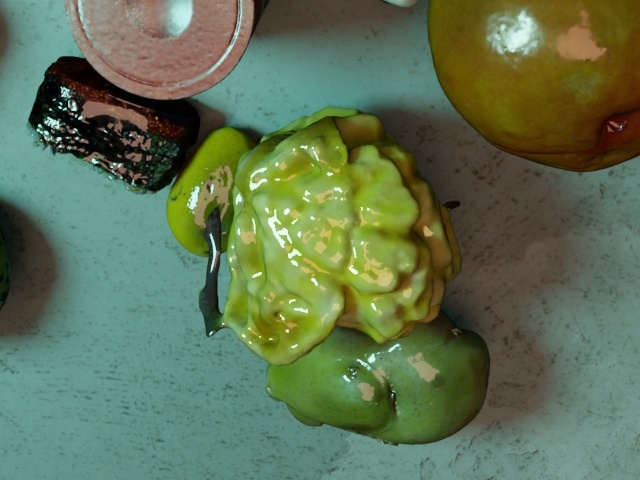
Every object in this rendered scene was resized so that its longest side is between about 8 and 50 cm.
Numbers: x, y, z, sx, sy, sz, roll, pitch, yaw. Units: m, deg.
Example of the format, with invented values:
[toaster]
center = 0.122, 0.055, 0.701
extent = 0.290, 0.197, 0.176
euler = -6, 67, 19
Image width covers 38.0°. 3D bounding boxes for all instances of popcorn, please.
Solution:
[popcorn]
center = 0.000, 0.000, 1.230
extent = 0.382, 0.349, 0.349
euler = -30, 110, 1

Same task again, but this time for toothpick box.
[toothpick box]
center = -0.164, -0.307, 1.117
extent = 0.204, 0.333, 0.204
euler = 0, 113, 0

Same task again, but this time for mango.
[mango]
center = -0.149, -0.069, 1.344
extent = 0.137, 0.098, 0.195
euler = 11, 110, -8

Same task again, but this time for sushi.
[sushi]
center = -0.285, -0.159, 1.292
extent = 0.225, 0.136, 0.126
euler = 21, 115, -15

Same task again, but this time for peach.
[peach]
center = 0.296, -0.241, 1.122
extent = 0.343, 0.301, 0.343
euler = -7, 154, -3

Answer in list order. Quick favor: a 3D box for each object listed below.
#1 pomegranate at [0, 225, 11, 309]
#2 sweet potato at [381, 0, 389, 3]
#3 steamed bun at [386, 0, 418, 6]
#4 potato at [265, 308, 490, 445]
[pomegranate]
center = -0.567, 0.057, 1.339
extent = 0.254, 0.254, 0.270
euler = 8, 142, -2
[sweet potato]
center = 0.148, -0.382, 1.231
extent = 0.053, 0.054, 0.182
euler = 31, 108, -21
[steamed bun]
center = 0.056, -0.398, 1.153
extent = 0.242, 0.164, 0.146
euler = 40, 113, 19
[potato]
center = 0.081, 0.199, 1.408
extent = 0.351, 0.202, 0.218
euler = -13, 124, 21
